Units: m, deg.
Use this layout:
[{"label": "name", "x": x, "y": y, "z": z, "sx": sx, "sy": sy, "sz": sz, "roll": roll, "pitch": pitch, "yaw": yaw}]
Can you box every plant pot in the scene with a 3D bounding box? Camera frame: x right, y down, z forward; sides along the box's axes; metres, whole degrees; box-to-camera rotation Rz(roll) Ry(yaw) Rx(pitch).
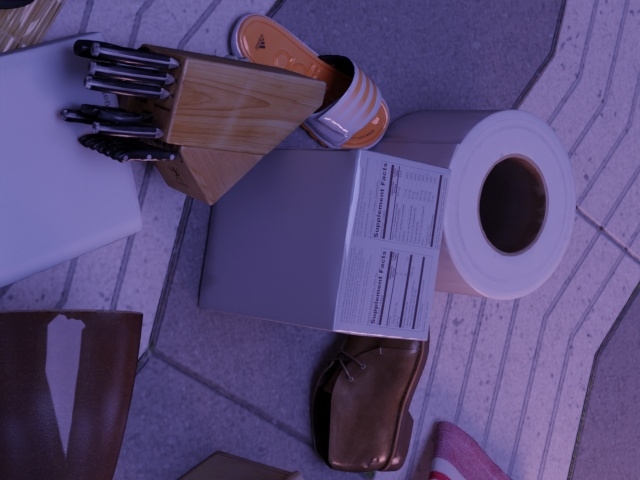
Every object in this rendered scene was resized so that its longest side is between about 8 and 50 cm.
[{"label": "plant pot", "x": -0.288, "y": 0.192, "z": 1.557, "sx": 0.215, "sy": 0.215, "sz": 0.230, "roll": 2, "pitch": 83, "yaw": -39}]

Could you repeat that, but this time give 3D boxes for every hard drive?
[{"label": "hard drive", "x": -0.338, "y": -0.072, "z": 1.570, "sx": 0.353, "sy": 0.047, "sz": 0.233, "roll": -26, "pitch": 110, "yaw": -51}]

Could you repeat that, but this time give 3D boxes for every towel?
[{"label": "towel", "x": 0.213, "y": 0.437, "z": 2.029, "sx": 0.237, "sy": 0.037, "sz": 0.329, "roll": 42, "pitch": 43, "yaw": -32}]

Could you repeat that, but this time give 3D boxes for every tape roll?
[{"label": "tape roll", "x": 0.193, "y": -0.050, "z": 1.974, "sx": 0.246, "sy": 0.169, "sz": 0.246, "roll": -4, "pitch": 97, "yaw": -39}]

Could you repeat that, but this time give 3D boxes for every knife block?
[{"label": "knife block", "x": -0.146, "y": -0.174, "z": 1.655, "sx": 0.276, "sy": 0.088, "sz": 0.242, "roll": -43, "pitch": 132, "yaw": -21}]

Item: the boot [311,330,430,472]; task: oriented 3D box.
[{"label": "boot", "x": 0.061, "y": 0.154, "z": 1.918, "sx": 0.115, "sy": 0.112, "sz": 0.305, "roll": 0, "pitch": 103, "yaw": -28}]

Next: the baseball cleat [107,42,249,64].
[{"label": "baseball cleat", "x": -0.157, "y": -0.170, "z": 1.747, "sx": 0.206, "sy": 0.072, "sz": 0.109, "roll": -2, "pitch": 95, "yaw": -37}]

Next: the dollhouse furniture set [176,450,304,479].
[{"label": "dollhouse furniture set", "x": -0.071, "y": 0.391, "z": 1.803, "sx": 0.212, "sy": 0.161, "sz": 0.242, "roll": -34, "pitch": 113, "yaw": -32}]

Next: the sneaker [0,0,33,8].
[{"label": "sneaker", "x": -0.253, "y": -0.312, "z": 1.617, "sx": 0.267, "sy": 0.106, "sz": 0.101, "roll": -34, "pitch": 104, "yaw": -44}]

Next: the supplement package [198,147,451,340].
[{"label": "supplement package", "x": 0.000, "y": 0.000, "z": 1.763, "sx": 0.145, "sy": 0.262, "sz": 0.204, "roll": 10, "pitch": 88, "yaw": -39}]

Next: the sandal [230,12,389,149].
[{"label": "sandal", "x": 0.001, "y": -0.190, "z": 1.868, "sx": 0.265, "sy": 0.076, "sz": 0.102, "roll": 32, "pitch": 74, "yaw": -36}]

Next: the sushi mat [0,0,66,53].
[{"label": "sushi mat", "x": -0.393, "y": -0.184, "z": 1.590, "sx": 0.151, "sy": 0.019, "sz": 0.316, "roll": 39, "pitch": 71, "yaw": -35}]
